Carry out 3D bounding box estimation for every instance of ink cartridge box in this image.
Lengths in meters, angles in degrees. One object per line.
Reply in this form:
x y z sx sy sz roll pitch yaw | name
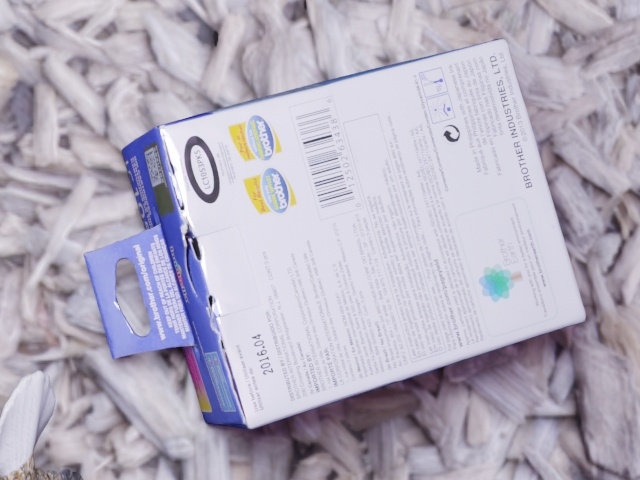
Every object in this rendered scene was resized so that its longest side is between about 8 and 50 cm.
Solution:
0.000 0.000 1.575 0.395 0.151 0.270 -16 90 -20 | ink cartridge box

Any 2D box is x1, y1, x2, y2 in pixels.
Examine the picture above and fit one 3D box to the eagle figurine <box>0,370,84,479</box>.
-0.258 0.274 1.458 0.226 0.225 0.298 -36 86 -27 | eagle figurine
